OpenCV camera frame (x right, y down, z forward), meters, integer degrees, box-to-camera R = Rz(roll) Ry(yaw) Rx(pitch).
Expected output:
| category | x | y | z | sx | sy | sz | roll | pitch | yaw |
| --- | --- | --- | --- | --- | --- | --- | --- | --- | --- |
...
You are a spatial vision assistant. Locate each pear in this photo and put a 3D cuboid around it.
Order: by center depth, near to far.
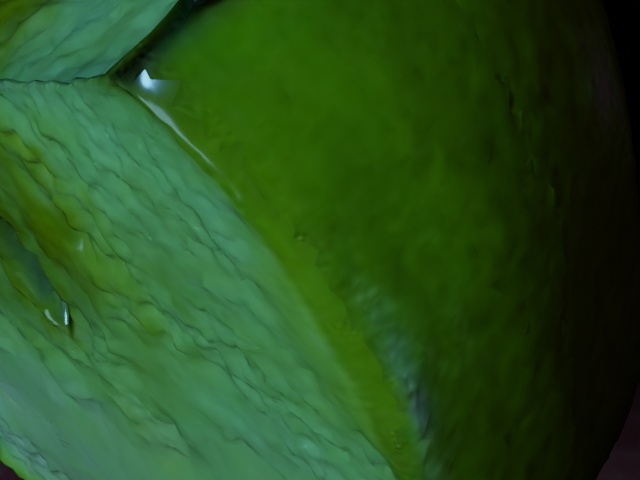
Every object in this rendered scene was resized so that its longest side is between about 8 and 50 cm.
| category | x | y | z | sx | sy | sz | roll | pitch | yaw |
| --- | --- | --- | --- | --- | --- | --- | --- | --- | --- |
| pear | 0.000 | 0.000 | 0.583 | 0.286 | 0.176 | 0.282 | 6 | 135 | 53 |
